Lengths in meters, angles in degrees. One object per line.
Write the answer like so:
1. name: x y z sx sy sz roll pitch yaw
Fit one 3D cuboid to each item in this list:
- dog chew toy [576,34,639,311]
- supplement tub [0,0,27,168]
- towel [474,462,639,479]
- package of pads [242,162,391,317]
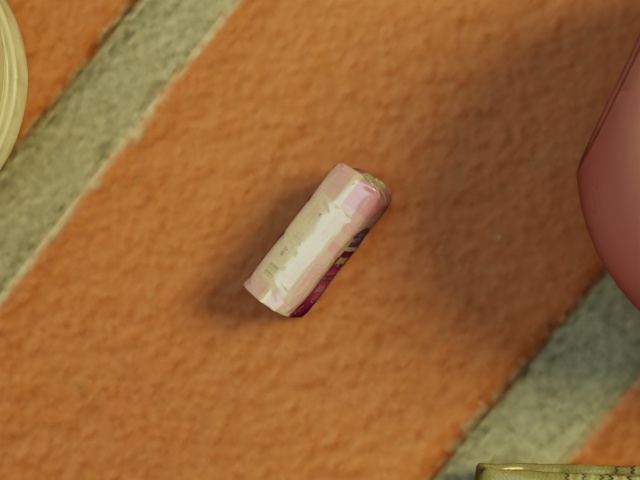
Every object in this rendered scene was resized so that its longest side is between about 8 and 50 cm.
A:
1. dog chew toy: 0.284 -0.008 0.814 0.331 0.206 0.207 25 94 5
2. supplement tub: -0.269 -0.089 0.903 0.191 0.272 0.191 0 88 14
3. towel: 0.222 0.264 0.897 0.312 0.056 0.324 2 91 16
4. package of pads: 0.000 0.000 0.950 0.032 0.050 0.083 39 97 12
